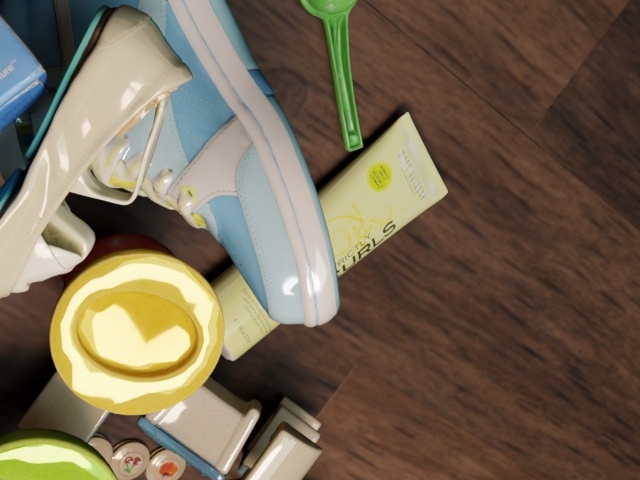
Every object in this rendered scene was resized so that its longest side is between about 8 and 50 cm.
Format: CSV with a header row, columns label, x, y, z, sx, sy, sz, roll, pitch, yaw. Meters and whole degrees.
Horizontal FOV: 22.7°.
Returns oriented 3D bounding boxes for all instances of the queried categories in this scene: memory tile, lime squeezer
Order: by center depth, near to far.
label,x,y,z,sx,sy,sz,roll,pitch,yaw
lime squeezer,0.028,-0.197,1.186,0.059,0.110,0.310,-38,161,-28
memory tile,-0.188,0.212,1.321,0.148,0.012,0.113,16,106,-36

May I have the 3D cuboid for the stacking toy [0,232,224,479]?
label,x,y,z,sx,sy,sz,roll,pitch,yaw
stacking toy,-0.249,0.098,1.143,0.309,0.130,0.279,13,105,-17

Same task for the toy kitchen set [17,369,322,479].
label,x,y,z,sx,sy,sz,roll,pitch,yaw
toy kitchen set,-0.116,0.150,1.302,0.207,0.166,0.122,37,93,-2

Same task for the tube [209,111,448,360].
label,x,y,z,sx,sy,sz,roll,pitch,yaw
tube,0.000,0.000,1.296,0.240,0.062,0.070,-39,168,-14

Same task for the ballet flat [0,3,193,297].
label,x,y,z,sx,sy,sz,roll,pitch,yaw
ballet flat,-0.161,-0.030,0.985,0.086,0.086,0.248,19,118,-36

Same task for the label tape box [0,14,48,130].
label,x,y,z,sx,sy,sz,roll,pitch,yaw
label tape box,-0.360,-0.146,0.947,0.241,0.106,0.333,-40,95,-6

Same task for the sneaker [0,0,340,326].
label,x,y,z,sx,sy,sz,roll,pitch,yaw
sneaker,-0.129,-0.054,1.072,0.208,0.319,0.127,-24,162,-10
